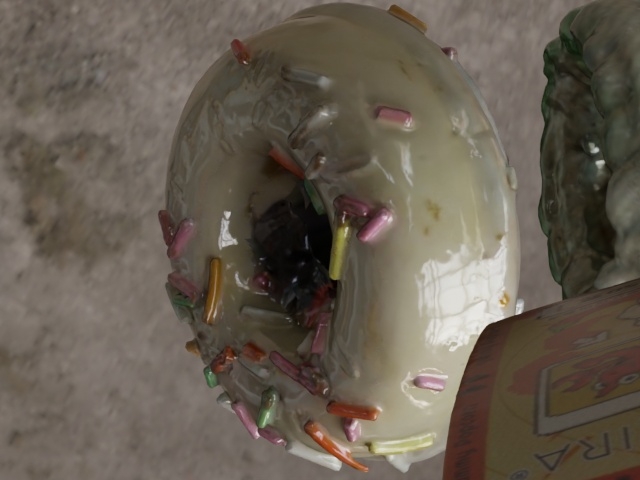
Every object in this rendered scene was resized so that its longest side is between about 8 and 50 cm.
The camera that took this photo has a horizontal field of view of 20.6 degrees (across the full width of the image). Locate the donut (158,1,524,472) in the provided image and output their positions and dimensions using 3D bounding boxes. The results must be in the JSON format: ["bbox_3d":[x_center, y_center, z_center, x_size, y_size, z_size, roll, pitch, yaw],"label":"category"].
[{"bbox_3d":[0.000,0.000,1.394,0.382,0.142,0.382,17,111,51],"label":"donut"}]

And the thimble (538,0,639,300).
[{"bbox_3d":[0.220,-0.041,1.059,0.150,0.219,0.219,-3,125,-6],"label":"thimble"}]

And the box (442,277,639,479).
[{"bbox_3d":[0.210,0.107,0.617,0.283,0.259,0.214,-17,101,12],"label":"box"}]
